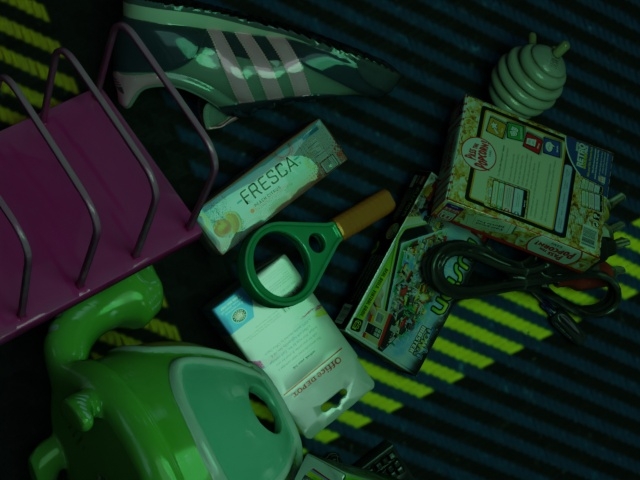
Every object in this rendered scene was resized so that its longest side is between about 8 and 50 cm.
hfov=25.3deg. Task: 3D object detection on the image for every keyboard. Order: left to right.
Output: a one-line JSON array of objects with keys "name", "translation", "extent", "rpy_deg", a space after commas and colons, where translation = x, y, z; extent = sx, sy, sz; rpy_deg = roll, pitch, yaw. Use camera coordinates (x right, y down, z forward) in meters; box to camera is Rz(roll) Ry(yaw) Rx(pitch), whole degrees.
[{"name": "keyboard", "translation": [0.020, 0.298, 1.611], "extent": [0.180, 0.023, 0.108], "rpy_deg": [-35, 99, -16]}]

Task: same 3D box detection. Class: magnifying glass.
[{"name": "magnifying glass", "translation": [0.000, 0.000, 1.565], "extent": [0.231, 0.026, 0.092], "rpy_deg": [-31, 94, -40]}]

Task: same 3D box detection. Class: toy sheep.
[{"name": "toy sheep", "translation": [0.240, -0.187, 1.643], "extent": [0.091, 0.132, 0.091], "rpy_deg": [20, 44, -20]}]

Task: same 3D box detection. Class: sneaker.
[{"name": "sneaker", "translation": [-0.073, -0.178, 1.561], "extent": [0.319, 0.112, 0.131], "rpy_deg": [12, 102, -14]}]

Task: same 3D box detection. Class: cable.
[{"name": "cable", "translation": [0.246, 0.036, 1.664], "extent": [0.287, 0.072, 0.140], "rpy_deg": [-12, 107, -19]}]

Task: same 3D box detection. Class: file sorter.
[{"name": "file sorter", "translation": [-0.274, -0.056, 1.383], "extent": [0.290, 0.182, 0.202], "rpy_deg": [-29, 75, -27]}]

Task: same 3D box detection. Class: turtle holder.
[{"name": "turtle holder", "translation": [-0.165, 0.203, 1.468], "extent": [0.227, 0.320, 0.243], "rpy_deg": [-20, 139, -31]}]

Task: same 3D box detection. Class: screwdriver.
[{"name": "screwdriver", "translation": [0.253, 0.063, 1.696], "extent": [0.170, 0.025, 0.024], "rpy_deg": [43, 78, -3]}]

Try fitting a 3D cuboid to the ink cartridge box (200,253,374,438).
[{"name": "ink cartridge box", "translation": [-0.035, 0.117, 1.576], "extent": [0.104, 0.061, 0.181], "rpy_deg": [-37, 99, -16]}]

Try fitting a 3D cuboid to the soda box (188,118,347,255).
[{"name": "soda box", "translation": [-0.062, -0.059, 1.570], "extent": [0.183, 0.063, 0.058], "rpy_deg": [-37, 99, -15]}]

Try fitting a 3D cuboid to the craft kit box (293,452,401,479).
[{"name": "craft kit box", "translation": [0.003, 0.356, 1.494], "extent": [0.061, 0.250, 0.247], "rpy_deg": [27, 87, 28]}]

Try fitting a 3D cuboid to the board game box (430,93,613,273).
[{"name": "board game box", "translation": [0.231, -0.065, 1.617], "extent": [0.193, 0.045, 0.147], "rpy_deg": [21, 60, -12]}]

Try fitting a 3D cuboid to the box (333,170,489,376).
[{"name": "box", "translation": [0.109, 0.037, 1.626], "extent": [0.114, 0.036, 0.207], "rpy_deg": [33, 79, -26]}]
